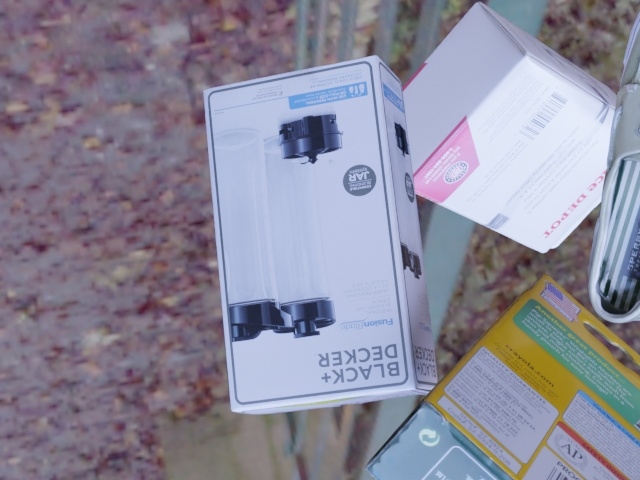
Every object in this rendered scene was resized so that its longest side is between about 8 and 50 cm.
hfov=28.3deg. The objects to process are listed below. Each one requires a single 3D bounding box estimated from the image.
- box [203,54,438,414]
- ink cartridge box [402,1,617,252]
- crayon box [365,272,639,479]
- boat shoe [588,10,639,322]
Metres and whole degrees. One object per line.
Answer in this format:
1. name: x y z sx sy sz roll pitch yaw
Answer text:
1. box: 0.000 0.000 1.111 0.169 0.290 0.087 -8 170 16
2. ink cartridge box: 0.230 -0.124 1.507 0.283 0.117 0.207 22 117 -43
3. crayon box: 0.188 0.161 1.001 0.083 0.203 0.323 -53 170 27
4. boat shoe: 0.279 -0.073 1.001 0.109 0.302 0.094 13 -166 18
